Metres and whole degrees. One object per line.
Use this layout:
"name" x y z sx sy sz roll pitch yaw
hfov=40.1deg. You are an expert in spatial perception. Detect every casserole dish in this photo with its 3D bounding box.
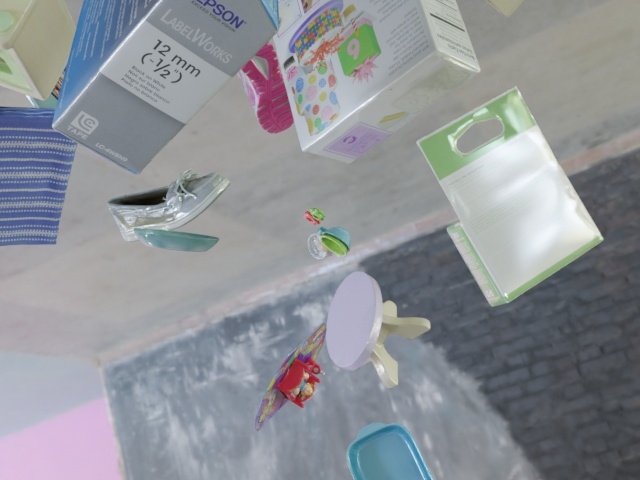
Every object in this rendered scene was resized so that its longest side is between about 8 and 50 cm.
"casserole dish" 0.117 0.380 1.388 0.114 0.188 0.037 -26 164 1

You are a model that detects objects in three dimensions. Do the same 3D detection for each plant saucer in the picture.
"plant saucer" -0.199 0.000 1.208 0.119 0.021 0.119 7 -178 0

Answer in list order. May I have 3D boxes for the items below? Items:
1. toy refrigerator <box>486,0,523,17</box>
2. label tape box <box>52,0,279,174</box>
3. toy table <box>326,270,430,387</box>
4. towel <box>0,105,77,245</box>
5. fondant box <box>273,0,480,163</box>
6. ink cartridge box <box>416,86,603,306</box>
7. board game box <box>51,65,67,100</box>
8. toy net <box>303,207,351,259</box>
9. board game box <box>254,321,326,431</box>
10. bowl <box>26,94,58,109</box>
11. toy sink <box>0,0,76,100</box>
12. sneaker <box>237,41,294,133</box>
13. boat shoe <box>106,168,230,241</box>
"toy refrigerator" 0.304 -0.556 1.749 0.094 0.269 0.102 -47 135 16
"label tape box" -0.119 -0.267 0.883 0.115 0.249 0.347 32 126 -32
"toy table" 0.131 0.226 2.203 0.161 0.274 0.252 33 142 -30
"towel" -0.623 -0.123 1.786 0.243 0.040 0.336 -4 127 -39
"fondant box" 0.050 -0.305 1.172 0.096 0.330 0.238 13 145 -44
"ink cartridge box" 0.239 -0.057 1.141 0.171 0.235 0.056 -30 179 -17
"board game box" -0.420 -0.276 1.506 0.042 0.165 0.243 -44 -179 -19
"toy net" 0.000 0.000 1.888 0.045 0.122 0.232 -56 -179 -17
"board game box" -0.025 0.186 1.157 0.168 0.033 0.133 -38 153 -55
"bowl" -0.692 -0.439 2.207 0.163 0.311 0.311 -36 165 -12
"toy sink" -0.455 -0.317 1.215 0.152 0.131 0.234 20 160 6
"sneaker" -0.120 -0.348 1.896 0.103 0.111 0.252 -23 131 -6
"boat shoe" -0.336 -0.087 1.914 0.320 0.103 0.118 -17 -155 36
